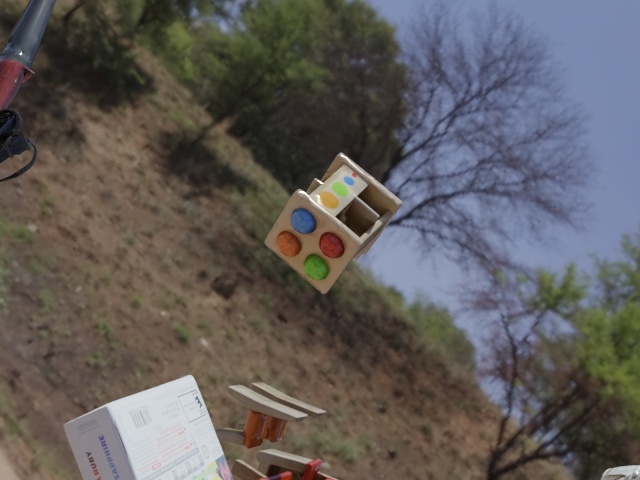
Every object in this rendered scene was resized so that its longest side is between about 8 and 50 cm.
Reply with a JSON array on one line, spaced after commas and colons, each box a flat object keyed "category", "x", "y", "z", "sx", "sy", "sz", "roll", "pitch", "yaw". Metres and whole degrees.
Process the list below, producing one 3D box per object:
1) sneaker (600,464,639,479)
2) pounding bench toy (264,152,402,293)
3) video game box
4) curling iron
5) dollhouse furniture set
[{"category": "sneaker", "x": 0.462, "y": 0.345, "z": 1.356, "sx": 0.106, "sy": 0.290, "sz": 0.123, "roll": -4, "pitch": 44, "yaw": -42}, {"category": "pounding bench toy", "x": 0.000, "y": 0.000, "z": 0.616, "sx": 0.052, "sy": 0.065, "sz": 0.083, "roll": 40, "pitch": -46, "yaw": 6}, {"category": "video game box", "x": -0.121, "y": 0.216, "z": 0.804, "sx": 0.187, "sy": 0.048, "sz": 0.205, "roll": 65, "pitch": 9, "yaw": 6}, {"category": "curling iron", "x": -0.261, "y": -0.147, "z": 0.847, "sx": 0.035, "sy": 0.068, "sz": 0.274, "roll": 71, "pitch": 15, "yaw": -46}, {"category": "dollhouse furniture set", "x": -0.056, "y": 0.319, "z": 1.170, "sx": 0.135, "sy": 0.262, "sz": 0.259, "roll": 19, "pitch": -1, "yaw": 18}]
